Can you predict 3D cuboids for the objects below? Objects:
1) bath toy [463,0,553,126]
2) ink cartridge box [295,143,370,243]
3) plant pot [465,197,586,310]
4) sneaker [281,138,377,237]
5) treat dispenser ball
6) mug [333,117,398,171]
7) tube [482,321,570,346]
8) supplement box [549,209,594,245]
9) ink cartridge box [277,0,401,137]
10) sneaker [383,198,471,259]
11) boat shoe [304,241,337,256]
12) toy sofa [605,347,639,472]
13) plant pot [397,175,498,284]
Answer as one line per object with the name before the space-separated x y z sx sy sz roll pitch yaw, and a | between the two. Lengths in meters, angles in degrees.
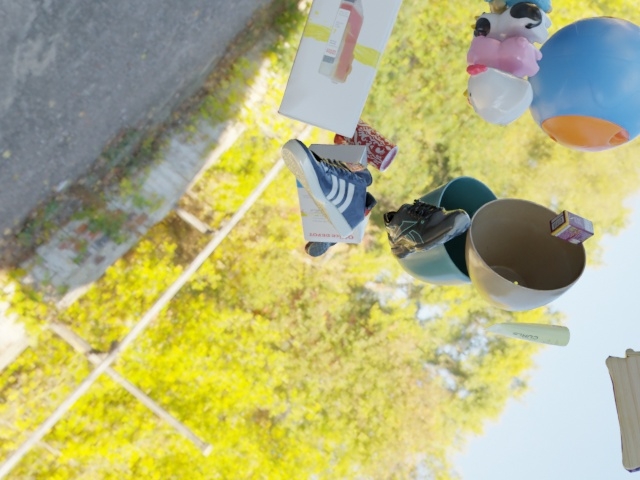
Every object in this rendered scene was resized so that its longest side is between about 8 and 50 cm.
bath toy | 0.340 -0.363 1.366 0.151 0.129 0.348 -33 -151 48
ink cartridge box | 0.041 -0.132 2.034 0.168 0.171 0.233 -66 155 -52
plant pot | 0.477 0.064 1.758 0.284 0.284 0.191 -49 161 -37
sneaker | 0.033 -0.149 1.658 0.148 0.131 0.350 -39 146 -1
treat dispenser ball | 0.595 -0.337 1.555 0.288 0.288 0.288 -50 179 -1
mug | 0.143 -0.285 2.144 0.113 0.169 0.150 -55 163 3
tube | 0.591 0.261 2.045 0.062 0.240 0.070 -102 -156 -59
supplement box | 0.584 -0.029 1.666 0.055 0.083 0.043 -48 -153 48
ink cartridge box | 0.060 -0.427 1.424 0.279 0.160 0.385 -76 -174 -70
sneaker | 0.203 -0.032 1.467 0.101 0.106 0.267 -24 180 -27
boat shoe | 0.000 0.000 2.223 0.178 0.060 0.064 -33 138 -49
toy sofa | 0.945 0.507 2.084 0.150 0.177 0.363 52 34 -55
plant pot | 0.341 -0.006 1.988 0.235 0.293 0.293 -19 -156 49
